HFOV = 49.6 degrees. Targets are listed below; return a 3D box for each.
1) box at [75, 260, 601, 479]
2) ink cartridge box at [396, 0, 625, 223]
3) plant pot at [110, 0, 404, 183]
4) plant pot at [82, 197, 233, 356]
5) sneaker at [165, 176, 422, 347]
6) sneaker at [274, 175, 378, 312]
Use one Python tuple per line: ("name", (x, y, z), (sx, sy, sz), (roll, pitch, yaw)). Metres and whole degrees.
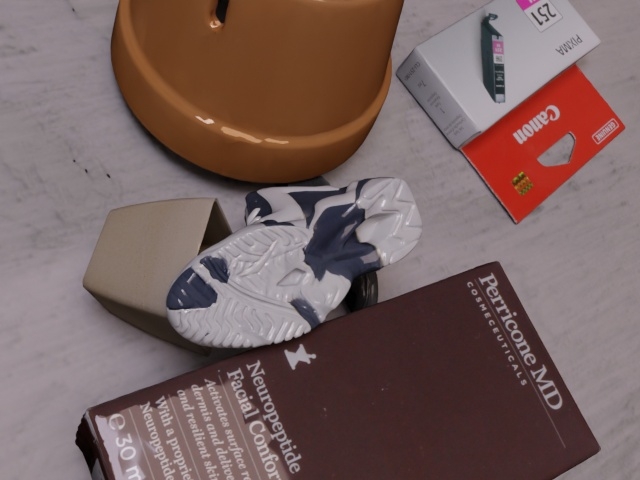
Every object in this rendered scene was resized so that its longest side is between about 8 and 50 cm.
("box", (0.019, 0.172, 0.574), (0.381, 0.143, 0.191), (-17, 72, -28))
("ink cartridge box", (0.265, -0.189, 0.876), (0.275, 0.060, 0.239), (-36, 86, -29))
("plant pot", (-0.042, -0.228, 0.661), (0.291, 0.203, 0.290), (9, 62, -17))
("plant pot", (-0.139, 0.026, 0.601), (0.096, 0.109, 0.109), (10, 66, 10))
("sneaker", (-0.044, 0.013, 0.587), (0.235, 0.153, 0.094), (-34, 108, -31))
("sneaker", (0.001, -0.001, 0.704), (0.089, 0.051, 0.170), (1, 67, -22))
